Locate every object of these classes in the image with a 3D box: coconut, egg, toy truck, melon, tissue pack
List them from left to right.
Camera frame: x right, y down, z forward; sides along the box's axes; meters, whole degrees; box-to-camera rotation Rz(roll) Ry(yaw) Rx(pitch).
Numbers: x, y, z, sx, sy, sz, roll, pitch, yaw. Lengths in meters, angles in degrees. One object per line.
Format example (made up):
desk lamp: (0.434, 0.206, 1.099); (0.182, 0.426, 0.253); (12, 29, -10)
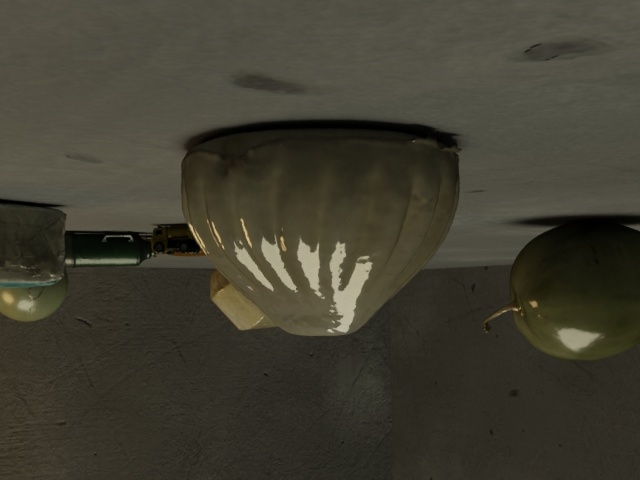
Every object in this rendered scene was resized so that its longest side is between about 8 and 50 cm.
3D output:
tissue pack: (-0.530, 0.009, 1.211); (0.271, 0.124, 0.201); (-2, 172, 36)
egg: (-0.708, 0.103, 2.016); (0.186, 0.187, 0.253); (1, 177, -18)
toy truck: (-0.268, -0.001, 1.526); (0.083, 0.054, 0.049); (-2, 176, 18)
coconut: (-0.151, 0.120, 2.025); (0.222, 0.202, 0.202); (45, 167, -8)
melon: (0.481, 0.087, 1.496); (0.308, 0.272, 0.271); (-18, -175, -29)

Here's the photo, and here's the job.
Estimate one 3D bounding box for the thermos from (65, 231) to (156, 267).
thermos: (-0.429, 0.014, 1.693); (0.187, 0.083, 0.073); (-1, -162, -18)

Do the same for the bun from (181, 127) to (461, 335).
bun: (0.000, 0.000, 0.764); (0.263, 0.175, 0.263); (1, 177, 0)

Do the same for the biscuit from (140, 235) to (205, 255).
biscuit: (-0.330, 0.013, 1.858); (0.158, 0.035, 0.240); (1, 176, 16)
